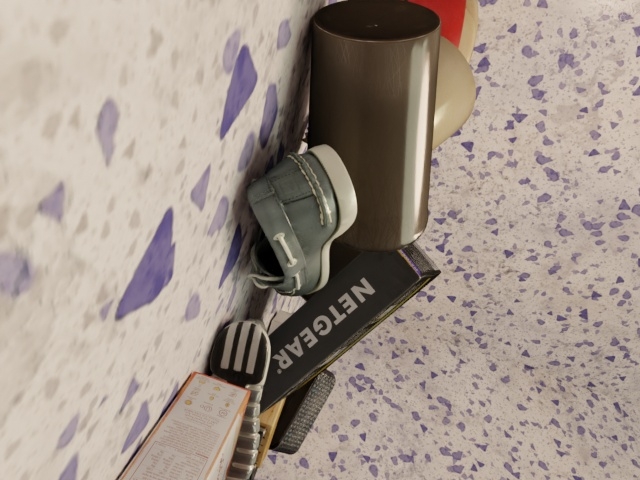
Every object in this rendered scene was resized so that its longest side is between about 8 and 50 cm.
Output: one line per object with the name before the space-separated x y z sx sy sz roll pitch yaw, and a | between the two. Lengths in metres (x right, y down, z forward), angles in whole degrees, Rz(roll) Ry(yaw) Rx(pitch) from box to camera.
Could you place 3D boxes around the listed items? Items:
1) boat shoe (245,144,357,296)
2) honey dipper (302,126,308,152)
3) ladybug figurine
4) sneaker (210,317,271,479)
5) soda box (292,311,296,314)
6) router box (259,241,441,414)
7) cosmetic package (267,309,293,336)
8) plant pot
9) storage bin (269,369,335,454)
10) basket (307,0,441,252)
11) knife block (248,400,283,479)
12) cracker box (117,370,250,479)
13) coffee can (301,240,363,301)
boat shoe | -0.047 0.002 0.587 0.099 0.116 0.319 -24 166 -19
honey dipper | -0.028 -0.092 0.703 0.030 0.030 0.161 -55 168 -78
ladybug figurine | 0.239 -0.474 1.296 0.305 0.161 0.450 27 -78 57
sneaker | -0.102 0.202 0.623 0.132 0.086 0.229 -51 159 -87
soda box | -0.079 0.362 1.742 0.286 0.098 0.091 103 6 -52
router box | 0.035 0.122 0.790 0.309 0.081 0.243 -42 166 13
cosmetic package | -0.109 0.283 1.126 0.099 0.060 0.239 -59 167 -84
plant pot | 0.140 -0.247 1.028 0.274 0.256 0.256 -50 165 -33
storage bin | -0.069 0.312 1.002 0.180 0.122 0.084 -59 144 -11
basket | 0.056 -0.137 0.575 0.204 0.154 0.227 -109 -166 -47
knife block | -0.113 0.284 0.831 0.242 0.088 0.276 101 8 -70
cracker box | -0.136 0.246 0.427 0.232 0.067 0.156 -62 169 -68
coffee can | 0.053 0.006 1.036 0.275 0.201 0.202 -61 169 -74
